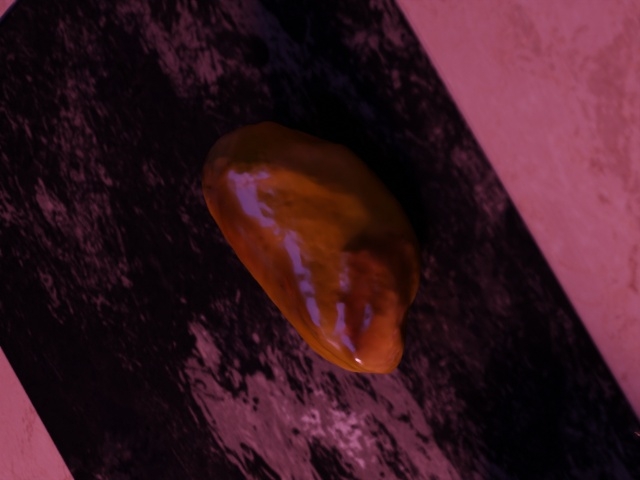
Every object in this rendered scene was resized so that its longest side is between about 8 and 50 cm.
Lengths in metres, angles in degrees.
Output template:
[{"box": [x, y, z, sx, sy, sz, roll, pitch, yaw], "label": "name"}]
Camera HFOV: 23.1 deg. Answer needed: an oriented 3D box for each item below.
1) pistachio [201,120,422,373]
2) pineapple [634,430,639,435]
[{"box": [0.000, 0.002, 1.040, 0.189, 0.100, 0.110, 51, 162, 1], "label": "pistachio"}, {"box": [0.247, 0.122, 0.873, 0.116, 0.069, 0.137, 49, 147, 8], "label": "pineapple"}]
